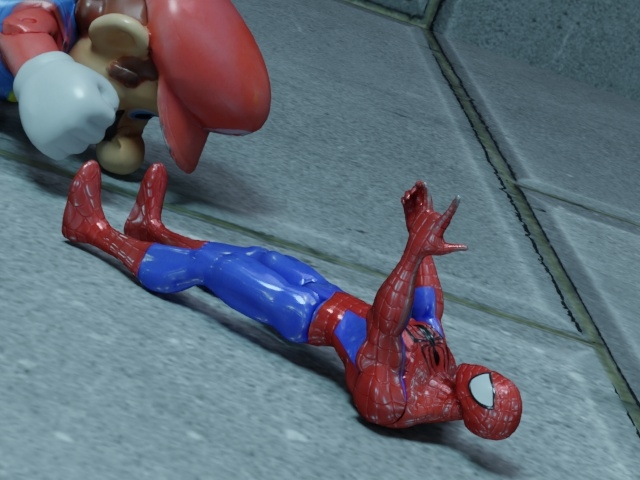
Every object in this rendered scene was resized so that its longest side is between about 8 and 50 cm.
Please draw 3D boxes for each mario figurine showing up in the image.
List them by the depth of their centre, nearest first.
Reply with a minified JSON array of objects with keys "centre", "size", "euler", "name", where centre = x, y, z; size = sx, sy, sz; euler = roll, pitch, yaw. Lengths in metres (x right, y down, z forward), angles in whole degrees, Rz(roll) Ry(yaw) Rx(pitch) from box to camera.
[{"centre":[-0.191,-0.104,1.113],"size":[0.320,0.170,0.198],"euler":[11,50,8],"name":"mario figurine"}]

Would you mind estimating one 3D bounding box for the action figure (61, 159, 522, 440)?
[{"centre":[0.000,0.000,0.885],"size":[0.280,0.139,0.091],"euler":[31,20,30],"name":"action figure"}]
